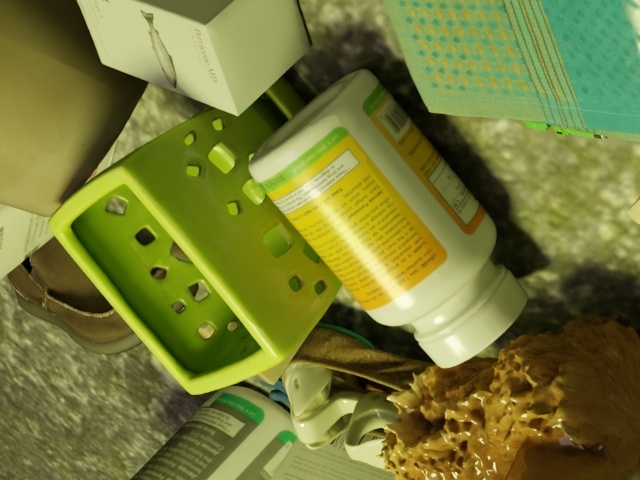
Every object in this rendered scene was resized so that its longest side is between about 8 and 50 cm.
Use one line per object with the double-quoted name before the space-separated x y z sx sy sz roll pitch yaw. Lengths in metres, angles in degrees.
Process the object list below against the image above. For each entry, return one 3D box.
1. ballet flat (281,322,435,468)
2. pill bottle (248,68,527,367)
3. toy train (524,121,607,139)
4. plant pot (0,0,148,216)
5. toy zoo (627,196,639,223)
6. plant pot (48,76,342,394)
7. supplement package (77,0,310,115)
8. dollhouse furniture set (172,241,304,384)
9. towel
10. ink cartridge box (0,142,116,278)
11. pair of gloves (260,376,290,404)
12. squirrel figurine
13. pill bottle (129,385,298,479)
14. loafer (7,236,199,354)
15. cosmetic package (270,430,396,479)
"ballet flat" 0.051 0.170 1.824 0.342 0.124 0.116 15 137 40
"pill bottle" 0.064 -0.014 1.547 0.246 0.136 0.136 50 153 -9
"toy train" 0.189 -0.091 1.392 0.083 0.017 0.024 16 152 44
"plant pot" -0.328 -0.175 1.741 0.280 0.323 0.323 34 157 -15
"toy zoo" 0.373 0.034 1.291 0.293 0.030 0.192 43 154 4
"plant pot" -0.082 -0.015 1.668 0.228 0.207 0.227 52 152 -7
"supplement package" -0.115 -0.200 1.573 0.179 0.105 0.105 23 146 37
"dollhouse furniture set" -0.089 0.039 1.870 0.151 0.144 0.123 44 163 -33
"towel" 0.118 -0.235 1.269 0.271 0.040 0.370 14 138 45
"ink cartridge box" -0.364 -0.044 1.970 0.115 0.273 0.198 44 154 7
"pair of gloves" -0.019 0.153 2.038 0.159 0.023 0.198 26 147 37
"squirrel figurine" 0.218 0.273 1.572 0.370 0.281 0.397 111 142 -63
"pill bottle" -0.163 0.362 2.161 0.204 0.361 0.204 34 152 21
"loafer" -0.285 0.038 2.126 0.366 0.134 0.130 8 136 51
"cosmetic package" 0.053 0.289 1.958 0.151 0.151 0.184 16 143 27
